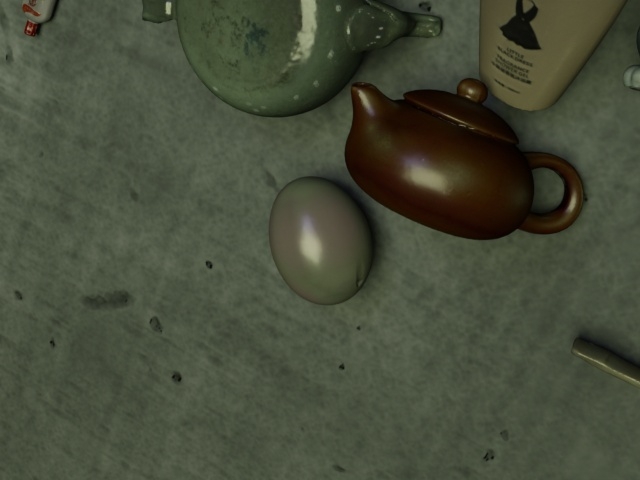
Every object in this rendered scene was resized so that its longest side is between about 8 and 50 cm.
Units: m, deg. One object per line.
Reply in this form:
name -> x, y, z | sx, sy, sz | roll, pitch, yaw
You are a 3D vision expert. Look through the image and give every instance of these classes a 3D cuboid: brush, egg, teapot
brush -> 0.386, 0.157, 0.825 | 0.321, 0.060, 0.050 | 26, 100, 16
egg -> 0.000, 0.000, 0.926 | 0.103, 0.103, 0.135 | -15, 95, 26
teapot -> -0.042, -0.218, 0.878 | 0.294, 0.129, 0.193 | 10, 107, 23
teapot -> 0.134, -0.075, 0.821 | 0.252, 0.178, 0.135 | 17, 107, -16

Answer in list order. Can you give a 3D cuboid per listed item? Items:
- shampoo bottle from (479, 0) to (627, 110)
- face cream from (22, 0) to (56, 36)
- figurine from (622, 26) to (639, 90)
shampoo bottle -> 0.188, -0.213, 0.727 | 0.127, 0.078, 0.257 | 36, 152, 19
face cream -> -0.323, -0.275, 1.042 | 0.040, 0.021, 0.083 | 31, 114, 14
figurine -> 0.341, -0.231, 0.703 | 0.193, 0.140, 0.265 | 26, 122, 25
